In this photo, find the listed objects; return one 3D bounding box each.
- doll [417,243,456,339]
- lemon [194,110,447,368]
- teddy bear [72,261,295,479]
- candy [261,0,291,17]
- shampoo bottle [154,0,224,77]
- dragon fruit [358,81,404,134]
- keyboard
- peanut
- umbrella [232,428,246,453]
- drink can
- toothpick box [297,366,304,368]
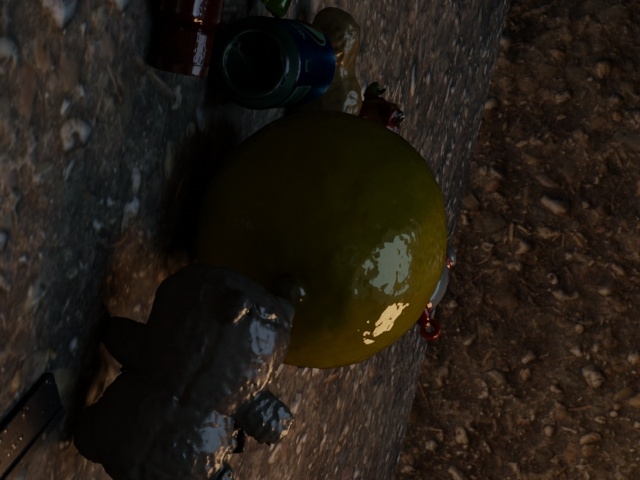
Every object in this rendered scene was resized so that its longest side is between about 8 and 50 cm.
[{"bbox_3d":[0.082,-0.001,1.853,0.105,0.200,0.336,92,-27,-66],"label":"doll"},{"bbox_3d":[0.000,0.000,1.637,0.348,0.348,0.348,13,90,-76],"label":"lemon"},{"bbox_3d":[-0.140,0.158,1.435,0.151,0.236,0.267,-41,155,-82],"label":"teddy bear"},{"bbox_3d":[-0.065,-0.380,1.590,0.246,0.069,0.149,46,62,-79],"label":"candy"},{"bbox_3d":[-0.130,-0.309,1.408,0.102,0.064,0.260,-21,122,-74],"label":"shampoo bottle"},{"bbox_3d":[0.070,-0.171,2.182,0.175,0.142,0.138,-34,174,-41],"label":"dragon fruit"},{"bbox_3d":[-0.307,0.206,1.272,0.195,0.018,0.060,-57,148,-54],"label":"keyboard"},{"bbox_3d":[0.012,-0.234,1.932,0.095,0.108,0.226,-32,131,-63],"label":"peanut"},{"bbox_3d":[-0.132,0.220,1.799,0.090,0.094,0.326,47,55,-55],"label":"umbrella"},{"bbox_3d":[-0.054,-0.227,1.665,0.205,0.118,0.118,-25,126,-73],"label":"drink can"},{"bbox_3d":[0.023,0.067,2.027,0.316,0.229,0.229,-44,144,-61],"label":"toothpick box"}]
